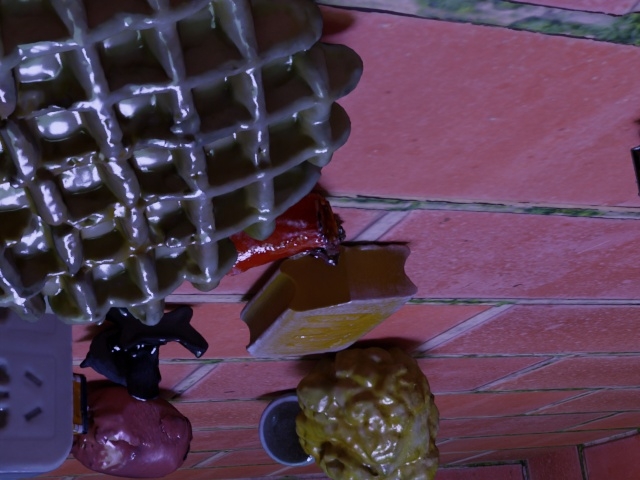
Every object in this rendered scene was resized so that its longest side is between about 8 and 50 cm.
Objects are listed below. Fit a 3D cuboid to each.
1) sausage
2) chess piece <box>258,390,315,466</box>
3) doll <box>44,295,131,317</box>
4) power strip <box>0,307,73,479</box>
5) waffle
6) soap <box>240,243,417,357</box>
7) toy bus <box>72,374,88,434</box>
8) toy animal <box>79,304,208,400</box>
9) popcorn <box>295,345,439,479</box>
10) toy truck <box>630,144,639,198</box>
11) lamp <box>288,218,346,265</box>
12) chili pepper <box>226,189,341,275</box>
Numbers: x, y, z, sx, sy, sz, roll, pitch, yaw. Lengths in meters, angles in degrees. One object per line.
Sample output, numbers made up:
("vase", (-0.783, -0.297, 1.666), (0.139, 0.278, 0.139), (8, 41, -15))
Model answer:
("sausage", (-0.318, 0.326, 1.701), (0.152, 0.152, 0.280), (-13, 159, 18))
("chess piece", (-0.016, 0.361, 1.971), (0.139, 0.139, 0.272), (-12, 171, 15))
("doll", (-0.236, -0.017, 0.751), (0.234, 0.135, 0.143), (10, 154, -33))
("power strip", (-0.358, 0.094, 0.879), (0.141, 0.229, 0.261), (-21, 157, 40))
("waffle", (-0.124, -0.055, 0.632), (0.292, 0.056, 0.309), (-45, 140, 20))
("soap", (0.003, 0.073, 1.181), (0.140, 0.073, 0.232), (-4, 161, -22))
("toy bus", (-0.468, 0.264, 1.546), (0.201, 0.098, 0.114), (-13, 160, 17))
("toy animal", (-0.237, 0.159, 1.293), (0.121, 0.117, 0.210), (-3, 160, -31))
("popcorn", (0.077, 0.285, 1.602), (0.242, 0.235, 0.250), (9, 151, 11))
("toy truck", (0.364, -0.078, 0.825), (0.227, 0.098, 0.114), (-17, 162, 35))
("lamp", (0.000, 0.000, 1.035), (0.063, 0.031, 0.083), (-2, 156, -15))
("chili pepper", (-0.049, -0.008, 0.936), (0.123, 0.073, 0.070), (-13, 118, 12))
